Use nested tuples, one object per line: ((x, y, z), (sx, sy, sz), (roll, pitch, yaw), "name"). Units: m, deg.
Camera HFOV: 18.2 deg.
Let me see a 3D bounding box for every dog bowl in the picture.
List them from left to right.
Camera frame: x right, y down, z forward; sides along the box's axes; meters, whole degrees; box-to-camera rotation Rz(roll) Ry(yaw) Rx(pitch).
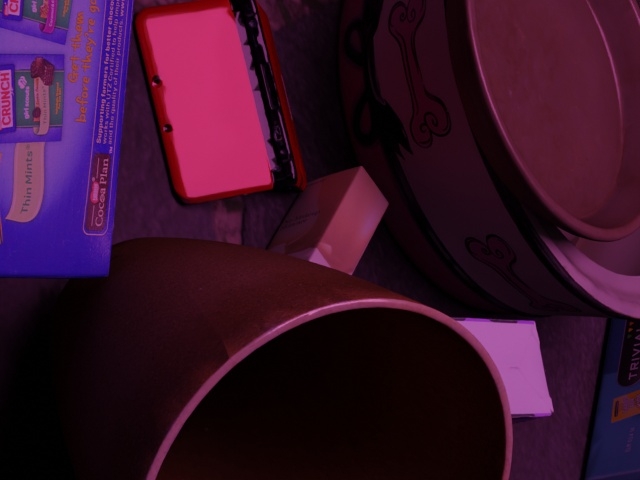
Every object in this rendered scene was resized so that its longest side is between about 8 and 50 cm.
((0.172, -0.118, 1.661), (0.408, 0.150, 0.408), (23, 59, -47), "dog bowl")

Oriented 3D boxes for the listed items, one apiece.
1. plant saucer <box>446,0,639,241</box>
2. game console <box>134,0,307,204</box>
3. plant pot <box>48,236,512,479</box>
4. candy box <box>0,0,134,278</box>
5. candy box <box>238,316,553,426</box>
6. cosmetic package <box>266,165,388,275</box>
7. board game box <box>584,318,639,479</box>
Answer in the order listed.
((0.178, -0.131, 1.513), (0.278, 0.041, 0.277), (24, 59, -47), "plant saucer")
((-0.070, -0.099, 1.445), (0.124, 0.085, 0.144), (26, 51, -84), "game console")
((-0.054, 0.097, 1.169), (0.237, 0.254, 0.237), (-13, 117, -26), "plant pot")
((-0.249, -0.118, 1.068), (0.317, 0.122, 0.268), (3, 93, -53), "candy box")
((0.027, 0.105, 1.335), (0.165, 0.196, 0.070), (5, 72, -53), "candy box")
((0.000, 0.000, 1.460), (0.041, 0.060, 0.115), (55, 38, -24), "cosmetic package")
((0.364, 0.146, 1.871), (0.254, 0.079, 0.336), (46, 44, -33), "board game box")
